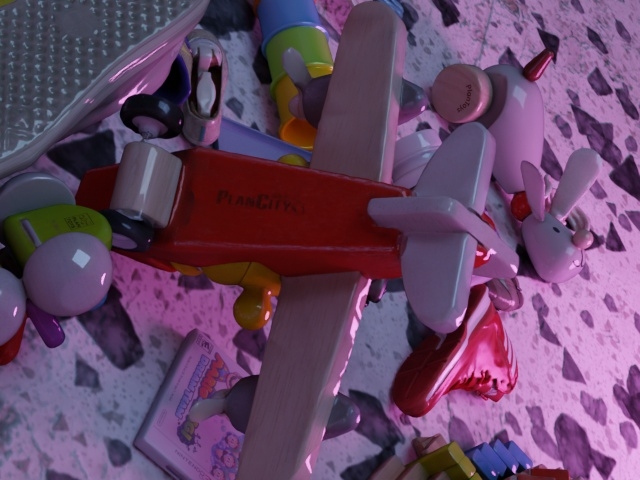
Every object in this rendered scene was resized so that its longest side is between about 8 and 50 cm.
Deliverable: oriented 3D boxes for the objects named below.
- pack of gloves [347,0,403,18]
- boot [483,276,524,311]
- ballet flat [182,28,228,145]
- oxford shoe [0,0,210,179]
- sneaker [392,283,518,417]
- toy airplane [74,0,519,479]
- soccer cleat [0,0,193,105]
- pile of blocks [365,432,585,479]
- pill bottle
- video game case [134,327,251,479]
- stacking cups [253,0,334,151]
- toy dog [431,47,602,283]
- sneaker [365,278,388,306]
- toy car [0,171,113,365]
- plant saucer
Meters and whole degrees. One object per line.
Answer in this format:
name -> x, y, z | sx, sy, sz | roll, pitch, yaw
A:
pack of gloves -> 0.024, -0.388, 1.952 | 0.232, 0.046, 0.195 | 59, 25, -1
boot -> 0.222, 0.038, 1.844 | 0.087, 0.042, 0.118 | 16, 53, -49
ballet flat -> -0.127, -0.182, 1.587 | 0.057, 0.052, 0.168 | 2, 57, -12
oxford shoe -> -0.280, -0.137, 1.294 | 0.169, 0.130, 0.449 | 47, 56, 8
sneaker -> 0.174, 0.158, 1.658 | 0.128, 0.087, 0.221 | 54, 46, -16
toy airplane -> 0.000, 0.000, 1.343 | 0.384, 0.386, 0.272 | 54, -4, 25
soccer cleat -> -0.243, -0.207, 1.448 | 0.289, 0.093, 0.121 | 11, 51, -46
pile of blocks -> 0.195, 0.266, 1.574 | 0.362, 0.112, 0.149 | 2, 62, -48
pill bottle -> 0.147, -0.034, 1.750 | 0.108, 0.108, 0.193 | -10, 71, -51
video game case -> -0.099, 0.183, 1.382 | 0.143, 0.019, 0.157 | 43, 38, -17
stacking cups -> -0.030, -0.262, 1.740 | 0.096, 0.096, 0.316 | 17, 50, -41
toy dog -> 0.303, -0.126, 1.953 | 0.334, 0.161, 0.220 | 54, 37, -3
sneaker -> -0.009, 0.012, 1.515 | 0.227, 0.130, 0.087 | 20, 83, -39
toy car -> -0.258, 0.039, 1.206 | 0.182, 0.136, 0.159 | -22, 39, -18
plant saucer -> -0.050, -0.087, 1.645 | 0.192, 0.018, 0.067 | 19, 50, -39
